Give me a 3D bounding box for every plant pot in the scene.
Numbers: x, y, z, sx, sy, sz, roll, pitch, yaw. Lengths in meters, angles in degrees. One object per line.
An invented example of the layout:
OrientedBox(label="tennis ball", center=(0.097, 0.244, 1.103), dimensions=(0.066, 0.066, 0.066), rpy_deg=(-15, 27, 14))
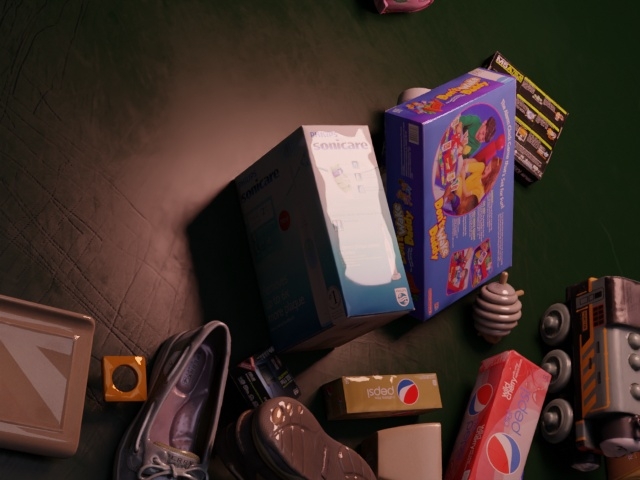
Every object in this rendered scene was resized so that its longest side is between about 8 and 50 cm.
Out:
OrientedBox(label="plant pot", center=(0.118, 0.335, 1.887), dimensions=(0.096, 0.109, 0.109), rpy_deg=(9, 66, -17))

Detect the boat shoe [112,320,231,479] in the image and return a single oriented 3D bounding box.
OrientedBox(label="boat shoe", center=(-0.196, 0.260, 1.709), dimensions=(0.118, 0.103, 0.320), rpy_deg=(29, 58, -21))

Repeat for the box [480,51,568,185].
OrientedBox(label="box", center=(0.354, -0.225, 2.302), dimensions=(0.191, 0.045, 0.184), rpy_deg=(37, 53, -14))

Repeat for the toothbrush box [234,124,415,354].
OrientedBox(label="toothbrush box", center=(0.000, 0.000, 1.872), dimensions=(0.126, 0.216, 0.295), rpy_deg=(-3, 73, -34))

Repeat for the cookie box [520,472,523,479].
OrientedBox(label="cookie box", center=(0.276, 0.359, 2.014), dimensions=(0.107, 0.040, 0.091), rpy_deg=(25, 58, -21))

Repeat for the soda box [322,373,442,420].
OrientedBox(label="soda box", center=(0.096, 0.242, 1.932), dimensions=(0.181, 0.061, 0.058), rpy_deg=(1, 71, -33))

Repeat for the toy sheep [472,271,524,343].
OrientedBox(label="toy sheep", center=(0.298, 0.113, 2.096), dimensions=(0.091, 0.091, 0.132), rpy_deg=(-7, 110, -35))

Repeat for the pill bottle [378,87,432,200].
OrientedBox(label="pill bottle", center=(0.160, -0.158, 2.105), dimensions=(0.112, 0.112, 0.186), rpy_deg=(23, 59, -24))

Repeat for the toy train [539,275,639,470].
OrientedBox(label="toy train", center=(0.471, 0.217, 2.106), dimensions=(0.142, 0.190, 0.333), rpy_deg=(17, 62, -26))

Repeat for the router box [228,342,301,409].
OrientedBox(label="router box", center=(-0.079, 0.207, 1.809), dimensions=(0.092, 0.038, 0.122), rpy_deg=(60, 16, 1))

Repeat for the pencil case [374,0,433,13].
OrientedBox(label="pencil case", center=(0.120, -0.544, 2.232), dimensions=(0.124, 0.124, 0.284), rpy_deg=(-6, 76, -35))

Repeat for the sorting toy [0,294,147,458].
OrientedBox(label="sorting toy", center=(-0.398, 0.180, 1.649), dimensions=(0.348, 0.047, 0.196), rpy_deg=(17, 67, -27))

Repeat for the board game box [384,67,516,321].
OrientedBox(label="board game box", center=(0.212, -0.075, 2.001), dimensions=(0.233, 0.078, 0.347), rpy_deg=(-28, 127, -38))

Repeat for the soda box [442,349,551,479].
OrientedBox(label="soda box", center=(0.275, 0.306, 1.959), dimensions=(0.092, 0.083, 0.263), rpy_deg=(34, 56, -14))

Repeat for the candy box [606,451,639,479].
OrientedBox(label="candy box", center=(0.612, 0.296, 2.085), dimensions=(0.088, 0.316, 0.182), rpy_deg=(13, 65, -30))

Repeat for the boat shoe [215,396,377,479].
OrientedBox(label="boat shoe", center=(-0.021, 0.349, 1.768), dimensions=(0.355, 0.130, 0.132), rpy_deg=(54, 34, -32))
